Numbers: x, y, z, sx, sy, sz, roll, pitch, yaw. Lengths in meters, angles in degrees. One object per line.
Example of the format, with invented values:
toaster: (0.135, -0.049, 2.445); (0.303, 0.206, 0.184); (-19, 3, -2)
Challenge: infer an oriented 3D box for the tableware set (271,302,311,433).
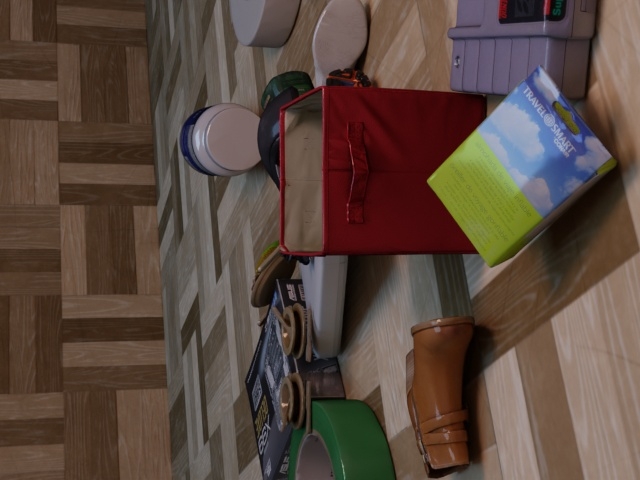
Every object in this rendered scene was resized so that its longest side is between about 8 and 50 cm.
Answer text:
tableware set: (-0.050, 0.193, 1.620); (0.128, 0.039, 0.194); (175, 96, -73)

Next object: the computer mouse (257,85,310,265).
computer mouse: (-0.051, -0.076, 1.444); (0.262, 0.060, 0.184); (93, 171, -63)

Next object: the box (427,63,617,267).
box: (0.185, -0.067, 0.964); (0.109, 0.042, 0.178); (55, 136, 14)

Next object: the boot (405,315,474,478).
boot: (0.143, 0.177, 1.188); (0.197, 0.073, 0.152); (97, 168, -64)

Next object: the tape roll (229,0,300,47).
tape roll: (-0.106, -0.565, 2.029); (0.392, 0.072, 0.392); (180, 90, -74)

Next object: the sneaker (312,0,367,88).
sneaker: (0.022, -0.275, 1.601); (0.094, 0.080, 0.212); (-96, 12, -62)

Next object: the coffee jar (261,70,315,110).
coffee jar: (-0.028, -0.172, 1.685); (0.184, 0.079, 0.096); (67, 151, 23)

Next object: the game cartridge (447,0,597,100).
game cartridge: (0.198, -0.318, 1.028); (0.230, 0.068, 0.355); (-142, 54, -75)

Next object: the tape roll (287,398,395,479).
tape roll: (0.027, 0.396, 1.558); (0.321, 0.077, 0.321); (-179, 90, -74)

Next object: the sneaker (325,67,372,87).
sneaker: (0.057, -0.138, 1.490); (0.087, 0.083, 0.221); (87, 177, -58)

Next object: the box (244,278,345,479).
box: (-0.050, 0.254, 1.818); (0.307, 0.077, 0.242); (109, 155, -46)

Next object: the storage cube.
storage cube: (0.067, -0.073, 1.226); (0.215, 0.193, 0.183); (178, 92, -73)

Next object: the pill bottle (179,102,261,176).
pill bottle: (-0.200, -0.208, 2.196); (0.265, 0.153, 0.153); (-165, 76, -72)

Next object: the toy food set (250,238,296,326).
toy food set: (-0.085, 0.057, 1.831); (0.038, 0.132, 0.192); (32, 147, 18)

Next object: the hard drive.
hard drive: (0.000, 0.000, 1.570); (0.353, 0.047, 0.233); (94, 169, -61)
